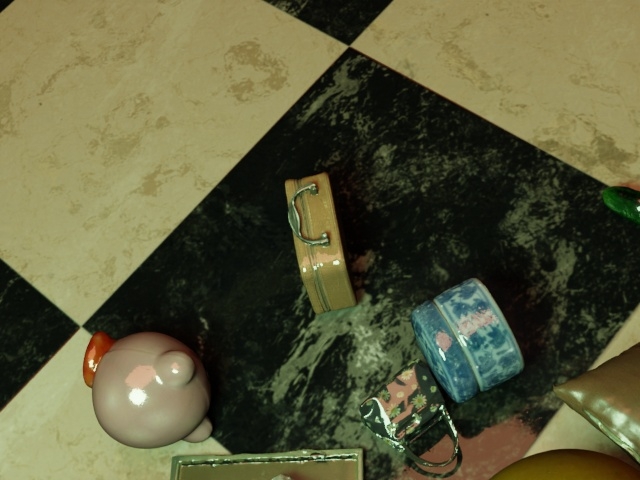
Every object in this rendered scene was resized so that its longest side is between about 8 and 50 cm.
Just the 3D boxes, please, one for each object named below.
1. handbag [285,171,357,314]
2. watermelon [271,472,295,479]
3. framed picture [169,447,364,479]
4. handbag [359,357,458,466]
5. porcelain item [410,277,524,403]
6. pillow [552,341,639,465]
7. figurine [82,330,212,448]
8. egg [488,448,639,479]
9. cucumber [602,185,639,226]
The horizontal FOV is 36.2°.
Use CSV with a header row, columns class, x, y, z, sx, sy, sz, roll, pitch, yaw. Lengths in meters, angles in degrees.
class,x,y,z,sx,sy,sz,roll,pitch,yaw
handbag,0.000,0.000,1.450,0.072,0.151,0.193,-11,60,5
watermelon,-0.059,0.370,1.278,0.187,0.071,0.139,-11,55,7
framed picture,-0.077,0.385,1.322,0.281,0.019,0.209,-4,60,11
handbag,0.133,0.245,1.325,0.115,0.072,0.139,-37,64,-11
porcelain item,0.194,0.137,1.327,0.114,0.147,0.147,-28,58,-2
pillow,0.490,0.215,1.180,0.305,0.108,0.308,-23,48,-32
figurine,-0.236,0.210,1.373,0.173,0.173,0.173,-6,59,10
egg,0.271,0.395,1.073,0.283,0.282,0.351,7,47,17
cucumber,0.534,-0.016,1.395,0.284,0.056,0.056,24,68,27
